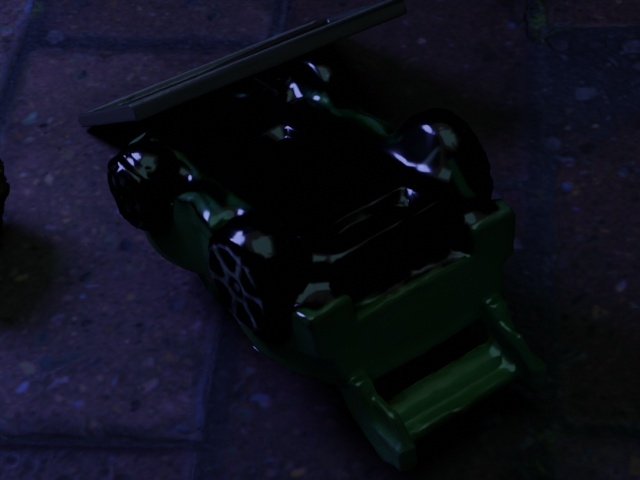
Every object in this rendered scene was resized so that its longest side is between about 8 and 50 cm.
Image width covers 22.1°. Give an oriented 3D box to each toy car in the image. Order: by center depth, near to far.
[{"bbox_3d":[0.000,0.000,1.260,0.213,0.176,0.358,-30,38,-25],"label":"toy car"}]

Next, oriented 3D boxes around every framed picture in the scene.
[{"bbox_3d":[-0.075,-0.157,1.465,0.265,0.018,0.192,-24,11,-19],"label":"framed picture"}]

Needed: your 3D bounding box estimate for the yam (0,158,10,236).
[{"bbox_3d":[-0.378,-0.057,1.378,0.238,0.129,0.128,17,61,22],"label":"yam"}]
